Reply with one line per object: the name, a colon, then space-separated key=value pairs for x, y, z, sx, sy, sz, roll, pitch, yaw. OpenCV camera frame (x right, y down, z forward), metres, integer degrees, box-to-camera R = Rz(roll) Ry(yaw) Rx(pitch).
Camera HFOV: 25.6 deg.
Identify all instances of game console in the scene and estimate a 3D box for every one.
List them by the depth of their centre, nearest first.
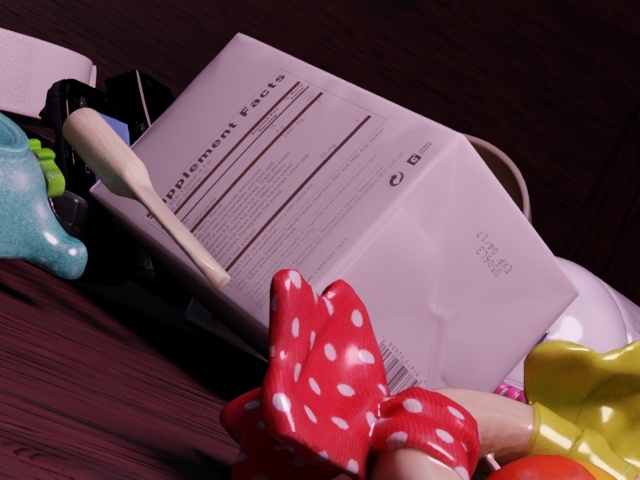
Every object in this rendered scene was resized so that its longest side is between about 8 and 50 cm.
game console: x=-0.164 y=-0.054 z=1.249 sx=0.044 sy=0.213 sz=0.361 roll=-16 pitch=-5 yaw=9

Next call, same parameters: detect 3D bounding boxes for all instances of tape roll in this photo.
tape roll: x=-0.402 y=-0.170 z=1.290 sx=0.392 sy=0.072 sz=0.392 roll=10 pitch=1 yaw=0

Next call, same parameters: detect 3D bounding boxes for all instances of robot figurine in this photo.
robot figurine: x=0.233 y=0.130 z=1.391 sx=0.300 sy=0.199 sz=0.353 roll=-20 pitch=-25 yaw=26

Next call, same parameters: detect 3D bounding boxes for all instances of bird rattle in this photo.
bird rattle: x=0.085 y=0.105 z=0.616 sx=0.253 sy=0.143 sz=0.207 roll=23 pitch=19 yaw=-41

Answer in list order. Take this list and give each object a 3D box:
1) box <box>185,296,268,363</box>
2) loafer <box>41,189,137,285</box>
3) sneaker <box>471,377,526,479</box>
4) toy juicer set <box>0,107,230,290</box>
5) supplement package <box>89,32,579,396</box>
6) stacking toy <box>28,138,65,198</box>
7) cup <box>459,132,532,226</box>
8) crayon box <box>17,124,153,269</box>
box: x=-0.020 y=0.048 z=1.325 sx=0.148 sy=0.121 sz=0.311 roll=27 pitch=0 yaw=2
loafer: x=-0.217 y=-0.015 z=1.079 sx=0.170 sy=0.062 sz=0.061 roll=28 pitch=-5 yaw=-2
sneaker: x=0.167 y=0.153 z=0.994 sx=0.111 sy=0.103 sz=0.252 roll=24 pitch=2 yaw=-40
toy juicer set: x=-0.232 y=-0.052 z=0.881 sx=0.329 sy=0.089 sz=0.209 roll=22 pitch=19 yaw=-27
supplement package: x=0.000 y=0.000 z=1.004 sx=0.177 sy=0.175 sz=0.293 roll=48 pitch=-9 yaw=-36
stacking toy: x=-0.308 y=-0.075 z=0.991 sx=0.221 sy=0.052 sz=0.167 roll=34 pitch=25 yaw=26
cup: x=0.142 y=0.051 z=1.906 sx=0.331 sy=0.331 sz=0.237 roll=27 pitch=-25 yaw=38
crayon box: x=-0.239 y=-0.040 z=1.519 sx=0.165 sy=0.081 sz=0.278 roll=26 pitch=0 yaw=8
